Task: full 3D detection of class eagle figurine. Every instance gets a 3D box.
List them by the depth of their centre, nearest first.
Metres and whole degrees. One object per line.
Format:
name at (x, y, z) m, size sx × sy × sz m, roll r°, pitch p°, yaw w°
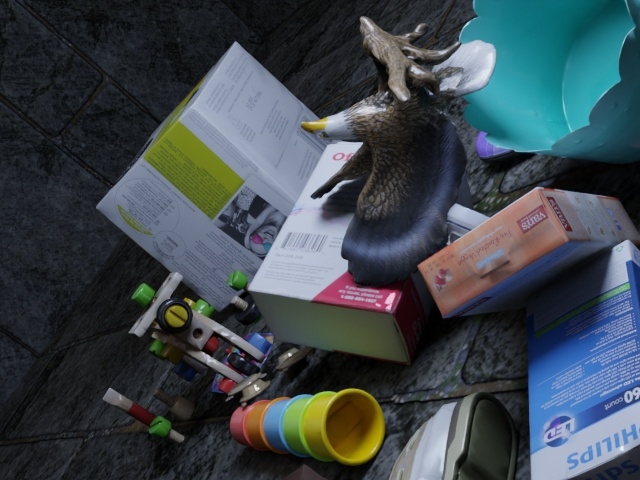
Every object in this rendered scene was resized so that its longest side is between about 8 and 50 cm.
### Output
eagle figurine at (0.085, -0.125, 1.148) m, size 0.225 × 0.298 × 0.226 m, roll 19°, pitch 46°, yaw 23°

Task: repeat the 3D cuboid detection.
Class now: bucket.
bucket at (0.321, -0.225, 1.099) m, size 0.281 × 0.183 × 0.281 m, roll -15°, pitch 73°, yaw 56°

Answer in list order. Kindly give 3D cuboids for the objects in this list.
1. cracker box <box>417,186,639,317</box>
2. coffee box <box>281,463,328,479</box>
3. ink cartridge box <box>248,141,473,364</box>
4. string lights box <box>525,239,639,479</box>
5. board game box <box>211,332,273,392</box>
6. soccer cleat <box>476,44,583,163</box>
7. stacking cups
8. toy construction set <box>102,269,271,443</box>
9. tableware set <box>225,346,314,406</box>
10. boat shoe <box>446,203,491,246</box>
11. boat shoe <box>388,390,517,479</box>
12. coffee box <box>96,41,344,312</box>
cracker box at (0.231, 0.014, 0.967) m, size 0.155 × 0.067 × 0.232 m, roll -36°, pitch -20°, yaw 30°
coffee box at (-0.074, 0.394, 1.062) m, size 0.246 × 0.098 × 0.141 m, roll -40°, pitch 22°, yaw 23°
ink cartridge box at (0.068, 0.008, 1.303) m, size 0.226 × 0.131 × 0.306 m, roll 7°, pitch 49°, yaw 29°
string lights box at (0.271, 0.130, 0.859) m, size 0.133 × 0.076 × 0.260 m, roll -36°, pitch 24°, yaw 32°
board game box at (-0.154, 0.215, 1.648) m, size 0.133 × 0.033 × 0.168 m, roll -57°, pitch 22°, yaw -21°
soccer cleat at (0.339, -0.231, 1.315) m, size 0.318 × 0.116 × 0.109 m, roll -34°, pitch 25°, yaw 34°
stacking cups at (-0.033, 0.264, 1.252) m, size 0.316 × 0.096 × 0.096 m, roll -24°, pitch 31°, yaw 58°
toy construction set at (-0.264, 0.180, 1.553) m, size 0.309 × 0.237 × 0.257 m, roll -49°, pitch 26°, yaw 7°
tableware set at (-0.076, 0.208, 1.412) m, size 0.168 × 0.020 × 0.141 m, roll -33°, pitch 3°, yaw -8°
boat shoe at (0.199, 0.016, 1.112) m, size 0.083 × 0.226 × 0.076 m, roll 25°, pitch 89°, yaw 25°
boat shoe at (0.112, 0.283, 0.881) m, size 0.103 × 0.113 × 0.302 m, roll -33°, pitch 15°, yaw 40°
coffee box at (-0.192, -0.131, 1.863) m, size 0.334 × 0.338 × 0.338 m, roll -40°, pitch 17°, yaw 30°
